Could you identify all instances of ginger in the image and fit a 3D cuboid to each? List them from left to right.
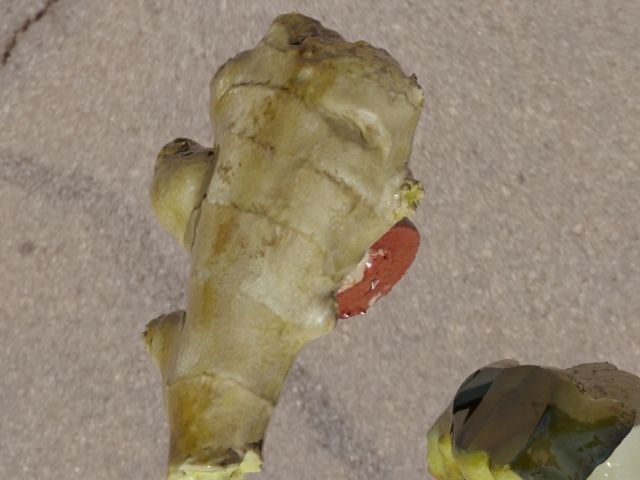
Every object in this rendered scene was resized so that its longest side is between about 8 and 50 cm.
[{"bbox_3d":[-0.070,-0.003,0.827,0.236,0.166,0.375,30,75,15],"label":"ginger"}]

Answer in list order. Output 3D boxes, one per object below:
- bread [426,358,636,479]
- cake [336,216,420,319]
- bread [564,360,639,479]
[{"bbox_3d":[0.188,0.181,1.001,0.088,0.233,0.160,43,78,-19],"label":"bread"},{"bbox_3d":[0.000,0.000,1.367,0.283,0.151,0.177,10,121,-49],"label":"cake"},{"bbox_3d":[0.339,0.241,1.246,0.134,0.148,0.141,-17,114,-14],"label":"bread"}]
